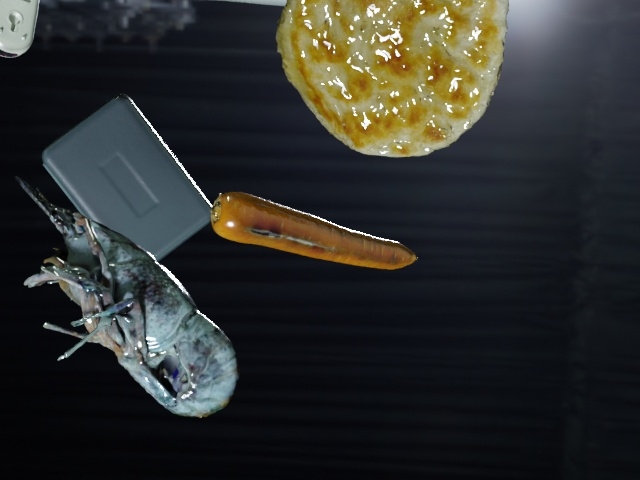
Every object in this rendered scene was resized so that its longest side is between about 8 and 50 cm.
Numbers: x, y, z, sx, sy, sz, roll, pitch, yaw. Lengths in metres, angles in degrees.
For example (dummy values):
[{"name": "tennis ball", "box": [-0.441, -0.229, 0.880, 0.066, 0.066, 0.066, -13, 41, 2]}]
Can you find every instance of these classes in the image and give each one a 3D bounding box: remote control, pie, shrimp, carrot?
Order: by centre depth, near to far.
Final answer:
[{"name": "pie", "box": [0.051, -0.154, 0.838, 0.079, 0.163, 0.194, -104, 20, -62]}, {"name": "carrot", "box": [0.000, 0.000, 0.917, 0.037, 0.190, 0.037, -32, 50, 48]}, {"name": "shrimp", "box": [-0.251, 0.069, 1.379, 0.137, 0.372, 0.172, -56, -7, 10]}, {"name": "remote control", "box": [-0.487, -0.400, 1.890, 0.042, 0.078, 0.222, -19, 61, 53]}]

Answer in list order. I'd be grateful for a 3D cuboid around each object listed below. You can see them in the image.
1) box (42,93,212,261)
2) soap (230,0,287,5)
[{"name": "box", "box": [-0.280, -0.081, 1.721, 0.230, 0.160, 0.050, 53, 175, -6]}, {"name": "soap", "box": [-0.026, -0.387, 1.287, 0.258, 0.302, 0.159, -59, -37, -25]}]
